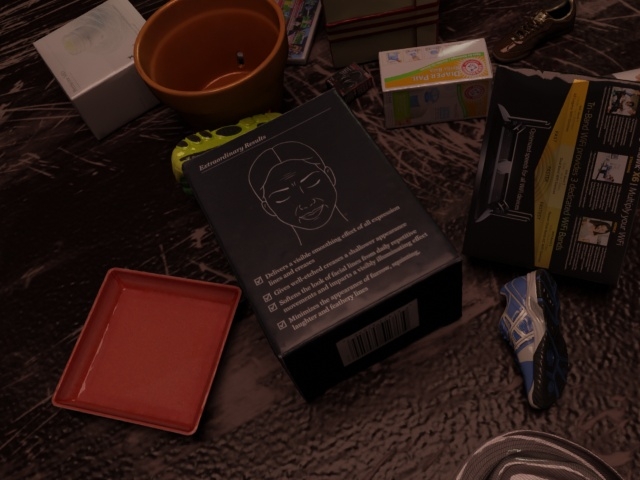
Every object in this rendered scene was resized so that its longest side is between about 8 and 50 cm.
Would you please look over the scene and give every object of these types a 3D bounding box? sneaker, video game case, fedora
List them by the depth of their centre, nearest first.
[{"bbox_3d":[0.299,0.362,0.886,0.244,0.124,0.275,-42,61,-15],"label":"fedora"},{"bbox_3d":[0.323,0.152,1.049,0.081,0.080,0.211,-18,58,41],"label":"sneaker"},{"bbox_3d":[-0.136,-0.159,1.296,0.296,0.123,0.109,-14,55,-20],"label":"sneaker"},{"bbox_3d":[0.425,-0.427,1.368,0.188,0.071,0.066,-30,59,-8],"label":"sneaker"},{"bbox_3d":[-0.098,-0.473,1.527,0.184,0.023,0.201,6,60,14],"label":"video game case"}]

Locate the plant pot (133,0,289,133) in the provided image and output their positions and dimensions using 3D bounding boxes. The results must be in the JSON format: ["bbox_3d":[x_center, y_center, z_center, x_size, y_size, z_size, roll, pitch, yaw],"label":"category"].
[{"bbox_3d":[-0.193,-0.328,1.350,0.291,0.203,0.290,-4,59,7],"label":"plant pot"}]

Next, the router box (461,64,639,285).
[{"bbox_3d":[0.372,-0.105,1.075,0.243,0.081,0.308,13,104,17],"label":"router box"}]

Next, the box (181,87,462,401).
[{"bbox_3d":[0.000,0.000,1.111,0.294,0.212,0.395,-27,59,-6],"label":"box"}]

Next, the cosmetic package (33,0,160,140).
[{"bbox_3d":[-0.451,-0.375,1.469,0.225,0.138,0.224,-35,59,-9],"label":"cosmetic package"}]

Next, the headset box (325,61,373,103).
[{"bbox_3d":[0.062,-0.323,1.399,0.083,0.032,0.062,-36,59,-9],"label":"headset box"}]

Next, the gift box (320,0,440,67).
[{"bbox_3d":[0.119,-0.544,1.385,0.258,0.255,0.276,-10,67,4],"label":"gift box"}]

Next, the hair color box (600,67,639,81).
[{"bbox_3d":[0.526,-0.198,1.193,0.347,0.105,0.173,-11,58,4],"label":"hair color box"}]

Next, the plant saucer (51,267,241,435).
[{"bbox_3d":[-0.281,0.183,1.152,0.259,0.047,0.258,8,61,14],"label":"plant saucer"}]

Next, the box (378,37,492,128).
[{"bbox_3d":[0.218,-0.297,1.306,0.203,0.114,0.103,-6,59,6],"label":"box"}]
